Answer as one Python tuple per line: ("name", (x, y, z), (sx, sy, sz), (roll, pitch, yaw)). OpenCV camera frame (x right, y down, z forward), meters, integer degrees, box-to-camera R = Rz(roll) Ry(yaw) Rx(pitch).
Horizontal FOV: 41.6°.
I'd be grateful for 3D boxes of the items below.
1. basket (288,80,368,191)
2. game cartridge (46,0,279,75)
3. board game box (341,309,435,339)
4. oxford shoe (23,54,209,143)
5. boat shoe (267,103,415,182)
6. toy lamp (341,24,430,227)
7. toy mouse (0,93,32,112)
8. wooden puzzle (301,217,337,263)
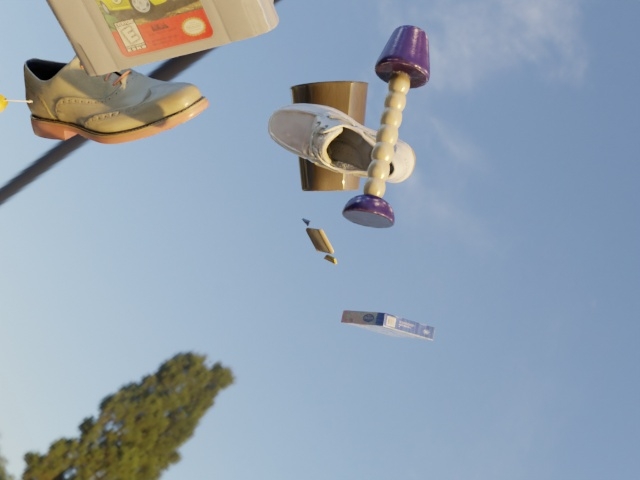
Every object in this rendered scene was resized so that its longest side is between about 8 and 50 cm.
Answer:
("basket", (0.020, -0.220, 1.818), (0.204, 0.154, 0.227), (4, -83, 55))
("game cartridge", (-0.221, -0.329, 1.079), (0.294, 0.060, 0.196), (-9, -56, 20))
("board game box", (0.090, 0.113, 1.124), (0.090, 0.020, 0.090), (19, -14, -34))
("oxford shoe", (-0.376, -0.258, 1.468), (0.396, 0.140, 0.147), (2, -60, 27))
("boat shoe", (0.022, -0.169, 1.428), (0.277, 0.096, 0.098), (19, -73, 20))
("toy lamp", (0.094, -0.156, 1.123), (0.080, 0.275, 0.080), (11, -14, 3))
("toy mouse", (-0.582, -0.250, 1.375), (0.160, 0.031, 0.143), (-3, -29, 17))
("wooden puzzle", (0.000, 0.000, 1.965), (0.078, 0.014, 0.116), (15, -45, 56))
